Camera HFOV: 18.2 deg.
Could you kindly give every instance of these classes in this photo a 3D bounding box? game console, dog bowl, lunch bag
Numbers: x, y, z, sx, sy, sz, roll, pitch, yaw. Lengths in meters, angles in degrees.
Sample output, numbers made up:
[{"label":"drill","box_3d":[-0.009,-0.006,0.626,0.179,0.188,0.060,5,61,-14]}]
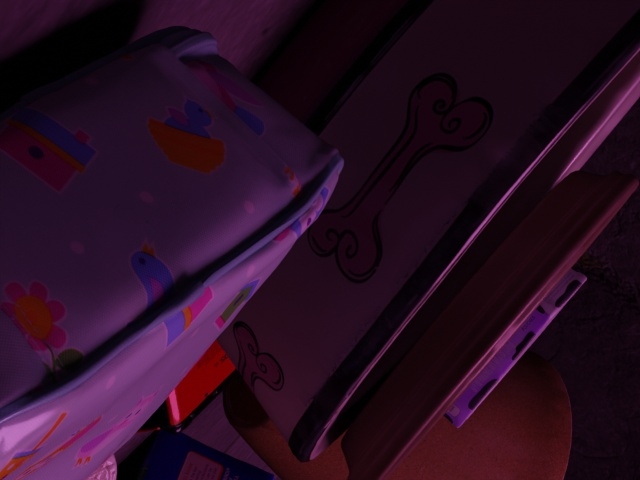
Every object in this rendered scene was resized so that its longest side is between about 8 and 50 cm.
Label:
[{"label":"game console","box_3d":[-0.096,0.070,1.455,0.144,0.085,0.124,-45,140,-37]},{"label":"dog bowl","box_3d":[0.070,-0.066,1.211,0.408,0.150,0.408,-49,173,-8]},{"label":"lunch bag","box_3d":[-0.129,0.048,0.756,0.279,0.108,0.224,-38,172,-49]}]

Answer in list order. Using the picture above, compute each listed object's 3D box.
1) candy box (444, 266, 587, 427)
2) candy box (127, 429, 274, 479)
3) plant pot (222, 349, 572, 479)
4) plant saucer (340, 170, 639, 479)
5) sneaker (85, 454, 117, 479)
[{"label":"candy box","box_3d":[0.089,0.029,1.620,0.070,0.196,0.165,-41,169,-45]},{"label":"candy box","box_3d":[-0.181,0.358,1.745,0.317,0.122,0.268,-58,-172,45]},{"label":"plant pot","box_3d":[0.050,0.156,1.749,0.237,0.254,0.237,-35,-140,36]},{"label":"plant saucer","box_3d":[0.103,0.056,1.289,0.278,0.041,0.278,-49,173,-8]},{"label":"sneaker","box_3d":[-0.179,0.171,1.278,0.152,0.058,0.084,-66,-153,23]}]
